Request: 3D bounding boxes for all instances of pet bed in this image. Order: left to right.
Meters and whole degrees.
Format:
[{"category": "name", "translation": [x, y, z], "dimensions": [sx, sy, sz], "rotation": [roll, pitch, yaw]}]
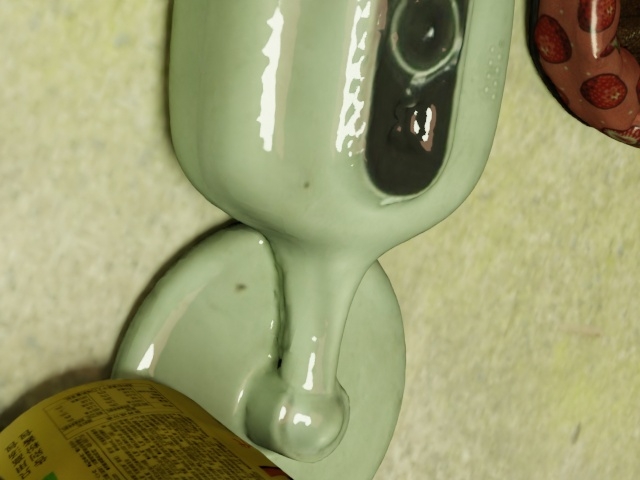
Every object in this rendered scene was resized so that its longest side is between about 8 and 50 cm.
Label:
[{"category": "pet bed", "translation": [0.172, -0.137, 0.877], "dimensions": [0.201, 0.053, 0.201], "rotation": [-18, 118, -38]}]

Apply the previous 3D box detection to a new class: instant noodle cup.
[{"category": "instant noodle cup", "translation": [-0.062, 0.127, 0.654], "dimensions": [0.151, 0.122, 0.151], "rotation": [-12, 116, -25]}]

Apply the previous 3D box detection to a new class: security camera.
[{"category": "security camera", "translation": [0.000, 0.000, 0.735], "dimensions": [0.157, 0.080, 0.301], "rotation": [-2, 105, -44]}]
